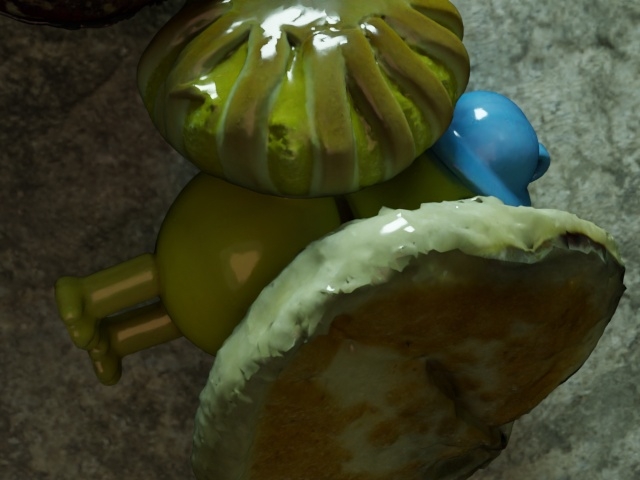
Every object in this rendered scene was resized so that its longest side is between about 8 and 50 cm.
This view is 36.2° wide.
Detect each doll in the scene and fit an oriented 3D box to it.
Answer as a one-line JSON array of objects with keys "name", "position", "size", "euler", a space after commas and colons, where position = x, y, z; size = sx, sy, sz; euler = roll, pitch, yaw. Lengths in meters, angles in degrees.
[{"name": "doll", "position": [0.000, 0.000, 0.702], "size": [0.363, 0.145, 0.199], "euler": [-21, 148, -8]}]

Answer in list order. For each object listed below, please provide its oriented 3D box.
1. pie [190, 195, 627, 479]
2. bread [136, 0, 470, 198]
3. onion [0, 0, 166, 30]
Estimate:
[{"name": "pie", "position": [0.061, 0.098, 0.679], "size": [0.339, 0.077, 0.339], "euler": [-18, 142, -15]}, {"name": "bread", "position": [-0.006, -0.119, 0.612], "size": [0.214, 0.213, 0.104], "euler": [0, 138, -6]}, {"name": "onion", "position": [-0.155, -0.244, 0.570], "size": [0.247, 0.190, 0.246], "euler": [1, 86, -8]}]
